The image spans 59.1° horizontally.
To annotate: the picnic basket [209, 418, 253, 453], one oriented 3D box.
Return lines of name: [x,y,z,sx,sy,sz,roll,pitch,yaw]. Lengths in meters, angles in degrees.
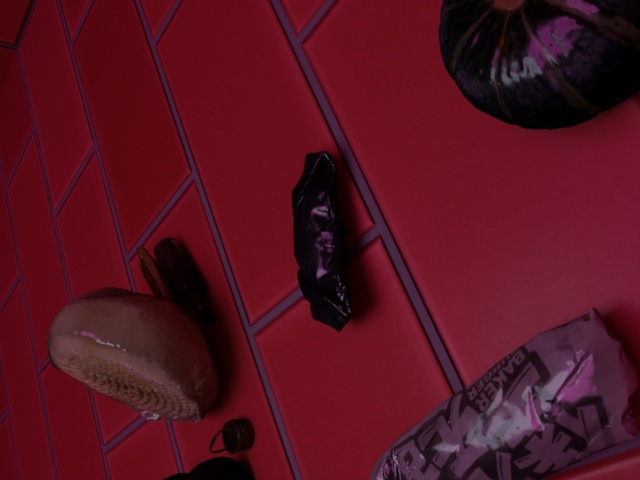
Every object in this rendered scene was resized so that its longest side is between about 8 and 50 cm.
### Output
picnic basket: [-0.181,0.388,1.111,0.072,0.083,0.072,0,91,45]

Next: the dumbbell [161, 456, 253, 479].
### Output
dumbbell: [-0.243,0.531,1.124,0.218,0.152,0.152,-36,65,39]

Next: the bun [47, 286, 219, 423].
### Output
bun: [-0.368,0.223,1.180,0.364,0.364,0.202,-18,39,44]

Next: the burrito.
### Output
burrito: [0.203,0.257,0.713,0.445,0.101,0.139,-47,69,31]

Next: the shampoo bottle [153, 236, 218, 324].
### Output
shampoo bottle: [-0.301,0.092,1.255,0.067,0.068,0.236,-56,51,23]

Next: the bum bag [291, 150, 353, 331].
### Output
bum bag: [0.000,0.000,0.942,0.137,0.074,0.310,-31,61,55]

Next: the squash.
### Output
squash: [0.254,-0.248,0.624,0.252,0.165,0.252,-6,81,47]

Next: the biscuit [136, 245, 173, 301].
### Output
biscuit: [-0.383,0.096,1.318,0.250,0.035,0.162,27,140,59]
